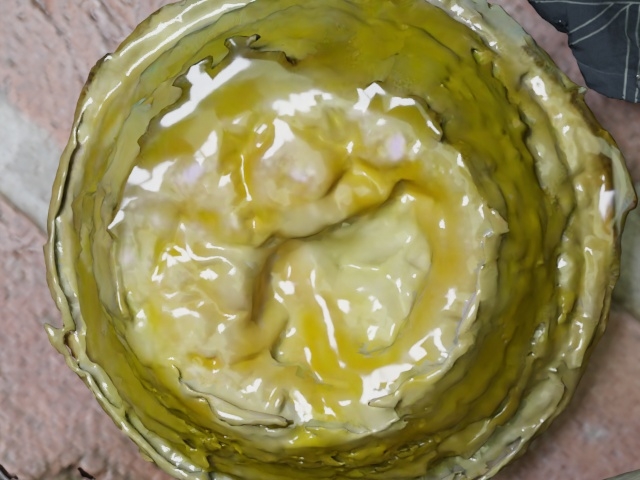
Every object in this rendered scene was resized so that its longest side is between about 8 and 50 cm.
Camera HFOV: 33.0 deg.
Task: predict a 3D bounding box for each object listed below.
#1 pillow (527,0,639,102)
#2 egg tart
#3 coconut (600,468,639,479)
[{"bbox_3d":[0.174,-0.233,0.531,0.162,0.092,0.335,9,92,2],"label":"pillow"},{"bbox_3d":[0.000,0.000,0.535,0.315,0.120,0.314,0,93,7],"label":"egg tart"},{"bbox_3d":[0.182,0.203,0.468,0.227,0.227,0.230,12,97,6],"label":"coconut"}]
